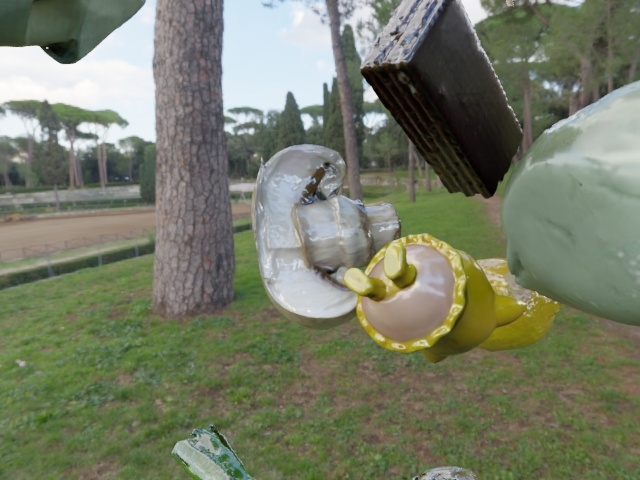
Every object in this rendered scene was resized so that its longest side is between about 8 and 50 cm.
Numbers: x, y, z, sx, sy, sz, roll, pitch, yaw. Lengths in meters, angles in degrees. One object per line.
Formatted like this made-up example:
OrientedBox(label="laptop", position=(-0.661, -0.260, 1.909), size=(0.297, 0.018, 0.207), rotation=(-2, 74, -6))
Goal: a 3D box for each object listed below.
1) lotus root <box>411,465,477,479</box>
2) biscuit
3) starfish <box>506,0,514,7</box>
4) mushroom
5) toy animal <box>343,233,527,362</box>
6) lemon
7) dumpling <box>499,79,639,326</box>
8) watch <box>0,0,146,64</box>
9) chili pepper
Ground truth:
OrientedBox(label="lotus root", position=(0.269, 0.534, 0.957), size=(0.165, 0.088, 0.088), rotation=(-13, 1, 28))
OrientedBox(label="biscuit", position=(0.155, -0.154, 0.515), size=(0.070, 0.106, 0.252), rotation=(19, -15, 49))
OrientedBox(label="starfish", position=(0.431, -0.622, 0.978), size=(0.208, 0.176, 0.053), rotation=(-42, 0, -9))
OrientedBox(label="mushroom", position=(0.000, 0.000, 0.652), size=(0.195, 0.253, 0.189), rotation=(-8, -9, -11))
OrientedBox(label="toy animal", position=(0.129, 0.071, 0.527), size=(0.230, 0.155, 0.156), rotation=(26, -12, -39))
OrientedBox(label="lemon", position=(0.431, 0.154, 1.079), size=(0.288, 0.233, 0.234), rotation=(-10, 1, 38))
OrientedBox(label="dumpling", position=(0.301, -0.053, 0.414), size=(0.212, 0.269, 0.321), rotation=(11, 3, -32))
OrientedBox(label="watch", position=(-0.226, -0.229, 0.266), size=(0.241, 0.253, 0.161), rotation=(13, -39, -17))
OrientedBox(label="chili pepper", position=(-0.075, 0.359, 0.558), size=(0.085, 0.076, 0.359), rotation=(-2, 20, -43))
